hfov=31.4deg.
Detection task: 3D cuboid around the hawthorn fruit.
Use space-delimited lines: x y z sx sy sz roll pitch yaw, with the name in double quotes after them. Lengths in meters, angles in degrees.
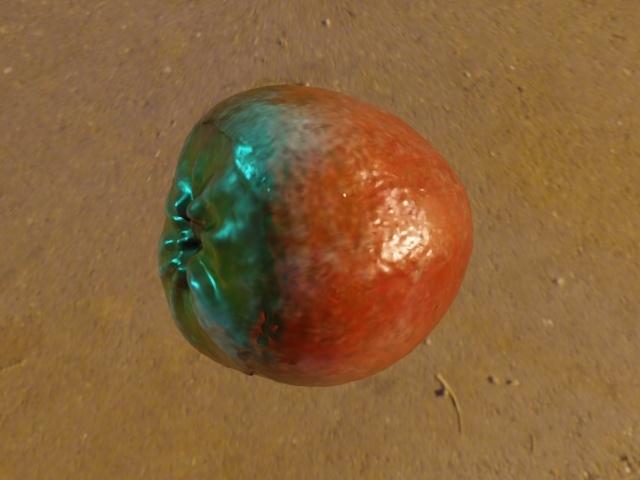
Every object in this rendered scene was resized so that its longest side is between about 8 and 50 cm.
0.000 0.000 0.620 0.173 0.173 0.173 0 106 -1 "hawthorn fruit"
